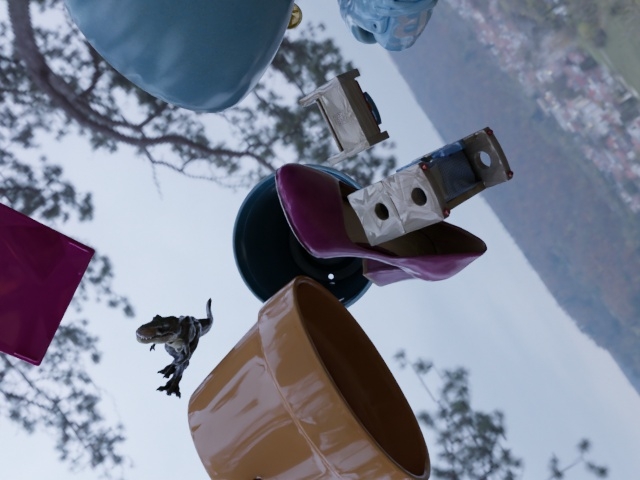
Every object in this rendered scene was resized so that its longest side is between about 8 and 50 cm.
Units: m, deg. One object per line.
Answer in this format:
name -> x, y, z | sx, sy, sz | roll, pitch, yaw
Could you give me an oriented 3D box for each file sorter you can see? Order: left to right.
file sorter -> -0.554, 0.041, 1.298 | 0.290, 0.202, 0.182 | 31, 164, -30

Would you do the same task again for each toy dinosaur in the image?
toy dinosaur -> -0.199, 0.152, 1.173 | 0.064, 0.118, 0.268 | 18, -177, 7

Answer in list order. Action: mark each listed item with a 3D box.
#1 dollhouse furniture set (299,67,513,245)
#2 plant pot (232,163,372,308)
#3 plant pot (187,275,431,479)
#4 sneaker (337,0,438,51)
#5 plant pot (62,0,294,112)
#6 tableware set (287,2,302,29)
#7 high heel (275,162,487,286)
dollhouse furniture set -> 0.096, -0.113, 0.913 | 0.129, 0.129, 0.184 | -30, -85, -37
plant pot -> 0.000, 0.000, 1.559 | 0.272, 0.271, 0.255 | 56, -170, 5
plant pot -> -0.025, 0.220, 1.025 | 0.291, 0.203, 0.291 | 52, -169, -14
sneaker -> 0.107, -0.308, 0.975 | 0.366, 0.135, 0.150 | -143, 37, -79
plant pot -> -0.140, -0.329, 0.989 | 0.290, 0.195, 0.290 | 30, -139, -30
tableware set -> -0.060, -0.339, 1.162 | 0.104, 0.154, 0.024 | 37, -144, -32
high heel -> 0.091, -0.035, 1.151 | 0.377, 0.181, 0.127 | 31, -133, -56
